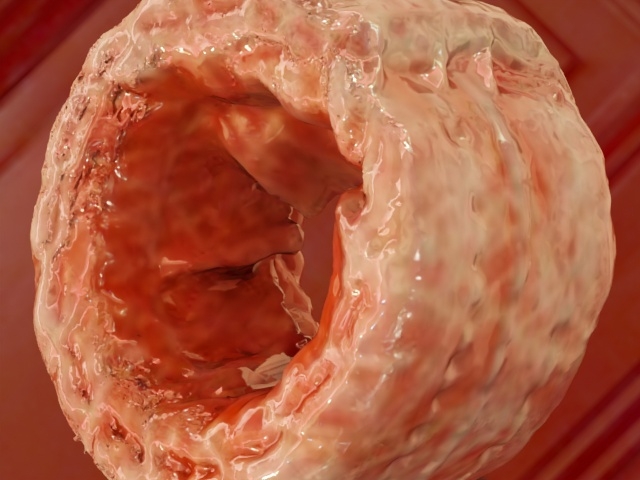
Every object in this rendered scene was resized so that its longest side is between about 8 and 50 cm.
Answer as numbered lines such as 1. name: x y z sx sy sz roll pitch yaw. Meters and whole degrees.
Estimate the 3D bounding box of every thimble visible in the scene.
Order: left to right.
1. thimble: 0.000 0.000 0.835 0.162 0.239 0.239 4 -46 -49
